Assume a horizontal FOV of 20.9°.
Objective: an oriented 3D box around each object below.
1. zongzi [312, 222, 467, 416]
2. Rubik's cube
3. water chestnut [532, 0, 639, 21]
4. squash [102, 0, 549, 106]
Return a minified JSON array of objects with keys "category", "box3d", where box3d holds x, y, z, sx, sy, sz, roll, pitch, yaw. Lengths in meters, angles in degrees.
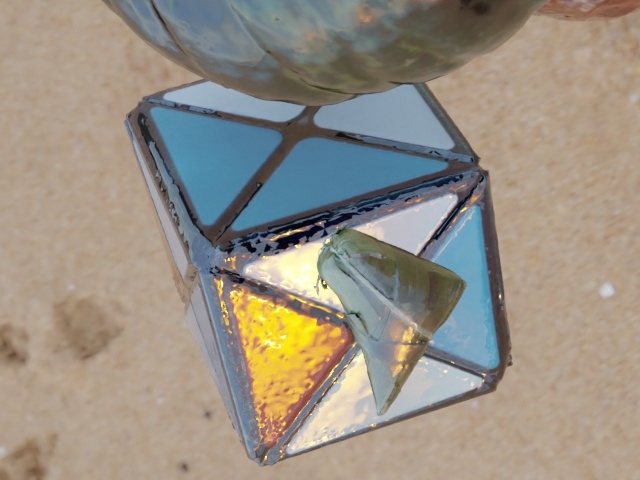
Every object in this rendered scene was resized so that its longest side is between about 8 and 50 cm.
[{"category":"zongzi","box3d":[0.029,0.057,1.205,0.119,0.109,0.055,-61,26,10]},{"category":"Rubik's cube","box3d":[0.000,0.000,1.468,0.246,0.248,0.250,-121,15,-50]},{"category":"water chestnut","box3d":[0.120,-0.262,0.951,0.289,0.244,0.289,-12,70,36]},{"category":"squash","box3d":[0.002,-0.151,0.634,0.218,0.218,0.172,10,151,37]}]
